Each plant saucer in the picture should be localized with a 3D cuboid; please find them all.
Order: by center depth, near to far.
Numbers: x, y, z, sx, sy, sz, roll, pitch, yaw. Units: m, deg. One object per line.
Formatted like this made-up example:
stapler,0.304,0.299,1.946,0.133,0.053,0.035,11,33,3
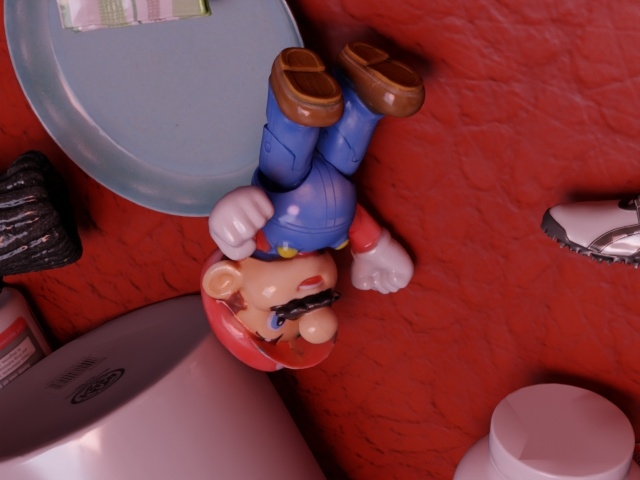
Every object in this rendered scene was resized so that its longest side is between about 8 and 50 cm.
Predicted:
plant saucer,-0.145,-0.170,1.224,0.317,0.044,0.317,14,126,21

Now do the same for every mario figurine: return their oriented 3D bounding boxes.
mario figurine,0.000,0.000,1.146,0.198,0.170,0.320,13,129,-7

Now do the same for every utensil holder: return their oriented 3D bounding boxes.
utensil holder,-0.141,0.293,1.340,0.327,0.327,0.385,-15,110,35

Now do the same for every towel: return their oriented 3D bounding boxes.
towel,-0.173,-0.237,1.155,0.152,0.023,0.113,0,120,28

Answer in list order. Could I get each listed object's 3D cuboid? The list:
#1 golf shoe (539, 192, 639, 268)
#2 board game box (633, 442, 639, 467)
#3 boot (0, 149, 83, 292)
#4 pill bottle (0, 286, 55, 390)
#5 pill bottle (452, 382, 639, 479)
golf shoe,0.278,-0.025,1.076,0.198,0.077,0.094,7,112,16
board game box,0.408,0.246,1.198,0.259,0.039,0.124,2,119,31
boot,-0.379,-0.003,1.390,0.260,0.348,0.131,-26,107,-6
pill bottle,-0.340,0.209,1.495,0.161,0.161,0.283,-13,112,34
pill bottle,0.205,0.296,1.242,0.181,0.181,0.323,15,126,20
